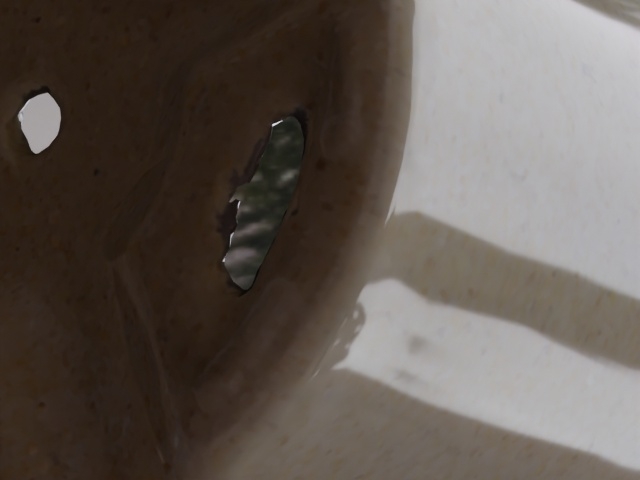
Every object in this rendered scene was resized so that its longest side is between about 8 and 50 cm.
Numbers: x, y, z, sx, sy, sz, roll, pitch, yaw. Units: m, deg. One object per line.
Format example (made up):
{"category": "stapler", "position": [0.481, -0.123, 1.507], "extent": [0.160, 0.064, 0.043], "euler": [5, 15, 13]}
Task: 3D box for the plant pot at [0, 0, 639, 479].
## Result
{"category": "plant pot", "position": [0.000, 0.000, 0.531], "extent": [0.334, 0.305, 0.333], "euler": [-8, -106, 30]}
